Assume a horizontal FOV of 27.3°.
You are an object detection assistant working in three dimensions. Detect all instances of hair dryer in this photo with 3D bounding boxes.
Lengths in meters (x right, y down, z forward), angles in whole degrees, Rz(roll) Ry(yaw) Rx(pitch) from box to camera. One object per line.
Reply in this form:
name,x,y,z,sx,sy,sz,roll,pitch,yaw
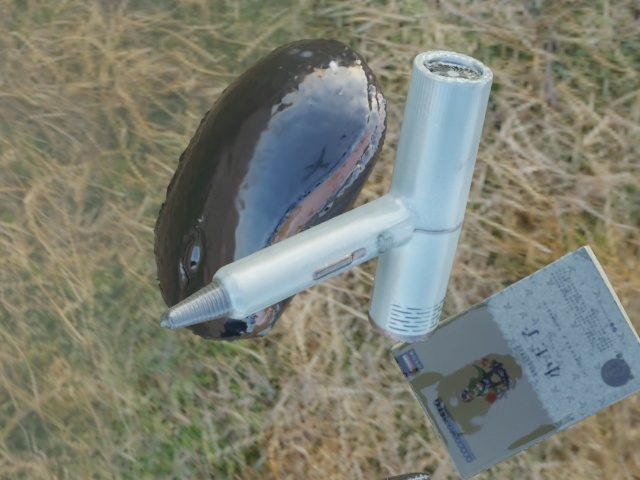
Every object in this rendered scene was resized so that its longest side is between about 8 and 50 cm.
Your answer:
hair dryer,0.000,-0.007,0.641,0.183,0.044,0.154,-14,125,-36

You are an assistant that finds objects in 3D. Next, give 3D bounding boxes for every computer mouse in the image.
computer mouse,-0.062,-0.049,1.262,0.116,0.183,0.323,13,113,-51

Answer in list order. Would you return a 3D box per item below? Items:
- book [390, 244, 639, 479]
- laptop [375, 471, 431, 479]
book,0.181,0.109,1.163,0.199,0.016,0.138,-29,91,7
laptop,-0.022,0.206,0.942,0.129,0.180,0.016,0,65,-49
